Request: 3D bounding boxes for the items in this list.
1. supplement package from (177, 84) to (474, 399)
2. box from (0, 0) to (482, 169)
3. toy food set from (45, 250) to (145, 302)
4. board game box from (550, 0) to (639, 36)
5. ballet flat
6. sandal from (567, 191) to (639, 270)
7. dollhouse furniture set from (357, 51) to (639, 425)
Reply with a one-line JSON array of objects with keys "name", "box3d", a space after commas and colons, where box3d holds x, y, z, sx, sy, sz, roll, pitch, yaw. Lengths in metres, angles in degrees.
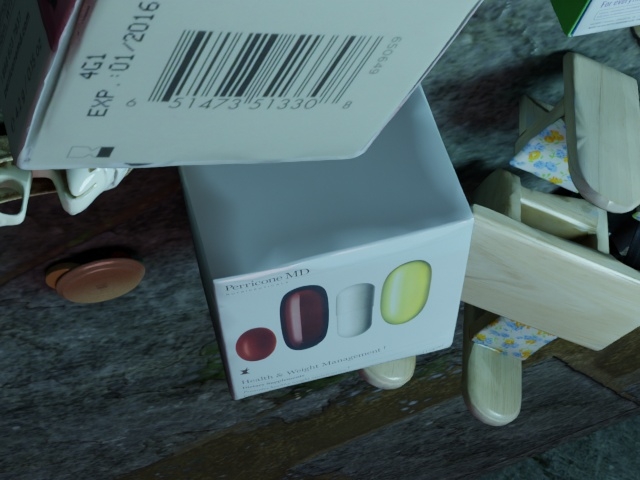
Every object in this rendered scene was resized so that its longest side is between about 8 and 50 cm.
[{"name": "supplement package", "box3d": [0.000, 0.000, 0.913, 0.194, 0.149, 0.203, -14, 149, -7]}, {"name": "box", "box3d": [-0.054, -0.156, 0.445, 0.149, 0.232, 0.127, -5, 153, -29]}, {"name": "toy food set", "box3d": [-0.197, 0.033, 1.038, 0.083, 0.020, 0.082, -21, 157, 6]}, {"name": "board game box", "box3d": [0.293, -0.256, 0.692, 0.242, 0.064, 0.316, -12, 156, -15]}, {"name": "ballet flat", "box3d": [-0.197, -0.044, 0.805, 0.206, 0.067, 0.073, -13, 155, -13]}, {"name": "sandal", "box3d": [0.383, -0.056, 1.151, 0.168, 0.107, 0.446, 1, 151, -38]}, {"name": "dollhouse furniture set", "box3d": [0.271, 0.095, 1.056, 0.394, 0.256, 0.362, 21, 143, -19]}]
